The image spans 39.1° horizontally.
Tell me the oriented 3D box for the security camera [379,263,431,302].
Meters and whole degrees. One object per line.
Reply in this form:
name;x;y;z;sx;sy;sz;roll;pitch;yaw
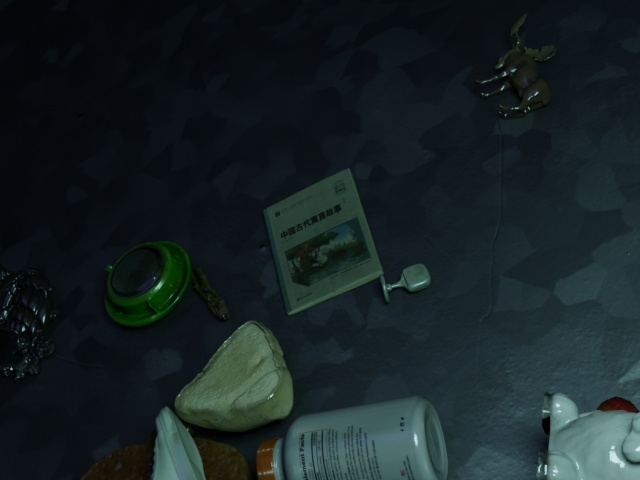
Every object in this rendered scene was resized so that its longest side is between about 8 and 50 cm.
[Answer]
security camera;0.158;0.078;1.663;0.092;0.058;0.058;-14;49;1

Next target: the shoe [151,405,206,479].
shoe;-0.253;0.403;1.509;0.110;0.095;0.265;-32;48;-2

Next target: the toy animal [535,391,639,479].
toy animal;0.468;0.322;1.208;0.357;0.258;0.194;2;44;17

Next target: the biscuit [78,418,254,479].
biscuit;-0.283;0.463;1.577;0.367;0.063;0.314;-10;48;19

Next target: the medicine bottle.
medicine bottle;0.046;0.345;1.434;0.288;0.157;0.157;-14;50;18

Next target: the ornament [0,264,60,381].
ornament;-0.677;0.174;1.986;0.260;0.106;0.251;10;63;27

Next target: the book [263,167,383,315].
book;0.000;0.000;1.814;0.214;0.025;0.283;-25;49;9

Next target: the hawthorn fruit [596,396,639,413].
hawthorn fruit;0.448;0.271;1.345;0.077;0.077;0.077;-14;50;17

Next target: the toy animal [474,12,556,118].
toy animal;0.410;-0.348;1.839;0.186;0.094;0.214;-34;54;5

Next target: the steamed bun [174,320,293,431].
steamed bun;-0.128;0.273;1.609;0.231;0.110;0.212;-46;36;-14

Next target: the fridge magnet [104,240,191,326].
fridge magnet;-0.367;0.086;1.890;0.208;0.088;0.208;-14;50;17

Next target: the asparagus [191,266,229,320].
asparagus;-0.224;0.113;1.837;0.036;0.030;0.165;-32;46;-13
